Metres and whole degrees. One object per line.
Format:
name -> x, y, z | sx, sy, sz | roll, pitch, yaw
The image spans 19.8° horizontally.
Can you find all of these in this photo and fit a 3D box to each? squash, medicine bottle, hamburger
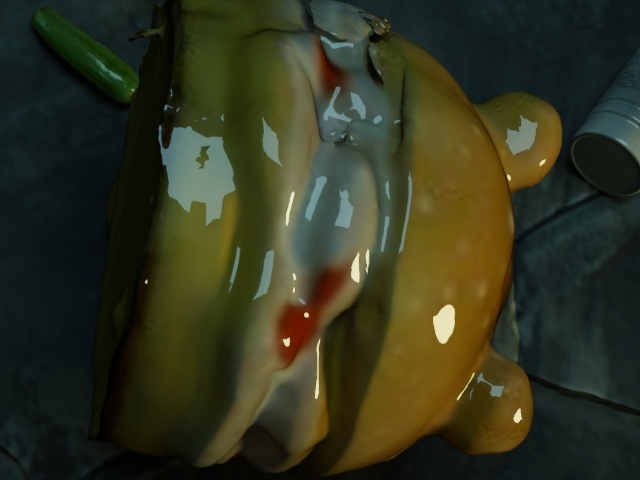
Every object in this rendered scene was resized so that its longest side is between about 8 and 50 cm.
squash -> -0.150, -0.118, 1.158 | 0.089, 0.027, 0.027 | 37, 61, 11
medicine bottle -> 0.207, -0.079, 1.192 | 0.058, 0.058, 0.091 | 35, 61, 8
hamburger -> 0.000, 0.000, 0.993 | 0.237, 0.276, 0.276 | 9, 61, -10
